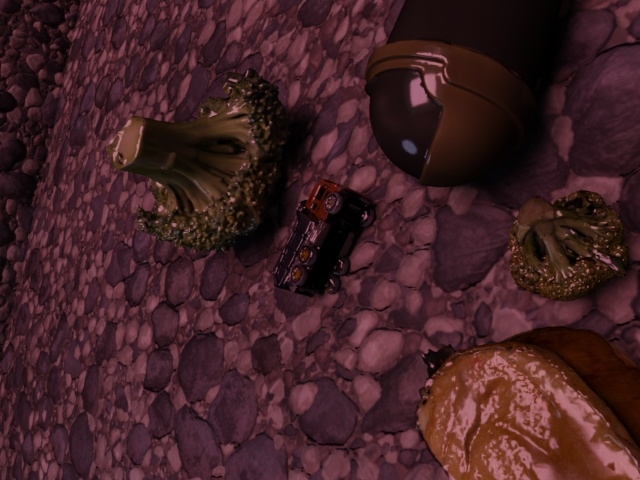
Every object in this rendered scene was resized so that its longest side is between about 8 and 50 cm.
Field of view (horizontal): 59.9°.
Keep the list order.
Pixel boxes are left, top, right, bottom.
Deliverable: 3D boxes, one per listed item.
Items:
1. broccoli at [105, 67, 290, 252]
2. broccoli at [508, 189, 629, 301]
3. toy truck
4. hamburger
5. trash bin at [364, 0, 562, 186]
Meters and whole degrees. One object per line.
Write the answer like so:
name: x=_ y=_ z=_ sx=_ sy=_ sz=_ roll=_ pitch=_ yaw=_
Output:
broccoli: x=-0.191 y=-0.121 z=0.988 sx=0.249 sy=0.302 sz=0.375 roll=47 pitch=111 yaw=2
broccoli: x=0.255 y=0.003 z=0.589 sx=0.130 sy=0.120 sz=0.132 roll=-22 pitch=36 yaw=47
toy truck: x=0.000 y=0.000 z=0.877 sx=0.092 sy=0.083 sz=0.192 roll=38 pitch=105 yaw=51
hamburger: x=0.236 y=0.199 z=0.531 sx=0.211 sy=0.132 sz=0.309 roll=-53 pitch=47 yaw=19
trash bin: x=0.175 y=-0.228 z=0.684 sx=0.214 sy=0.214 sz=0.334 roll=17 pitch=86 yaw=47
